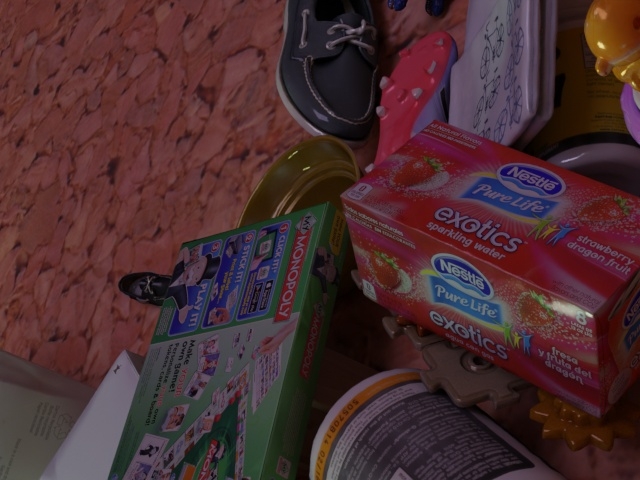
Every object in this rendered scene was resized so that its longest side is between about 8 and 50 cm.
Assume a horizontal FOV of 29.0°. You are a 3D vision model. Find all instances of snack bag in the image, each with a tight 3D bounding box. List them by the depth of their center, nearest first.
[{"bbox_3d":[0.169,-0.217,1.160,0.323,0.037,0.343,115,162,-75],"label":"snack bag"}]

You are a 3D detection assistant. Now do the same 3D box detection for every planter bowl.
[{"bbox_3d":[0.000,0.000,1.364,0.217,0.090,0.217,-32,45,39],"label":"planter bowl"}]

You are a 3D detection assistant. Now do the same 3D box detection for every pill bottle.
[{"bbox_3d":[0.118,0.229,0.999,0.162,0.162,0.278,-59,34,5],"label":"pill bottle"},{"bbox_3d":[0.240,-0.123,1.119,0.119,0.119,0.208,-30,46,37],"label":"pill bottle"}]

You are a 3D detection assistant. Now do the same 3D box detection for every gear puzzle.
[{"bbox_3d":[0.156,0.068,1.071,0.339,0.175,0.044,-124,24,-52],"label":"gear puzzle"}]

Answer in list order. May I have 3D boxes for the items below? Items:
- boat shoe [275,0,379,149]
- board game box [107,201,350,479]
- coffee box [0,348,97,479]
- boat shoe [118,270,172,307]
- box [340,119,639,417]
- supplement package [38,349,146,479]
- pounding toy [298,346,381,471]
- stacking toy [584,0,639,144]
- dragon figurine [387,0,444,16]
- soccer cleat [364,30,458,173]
[{"bbox_3d":[0.015,-0.237,1.471,0.319,0.116,0.099,-96,26,-45],"label":"boat shoe"},{"bbox_3d":[-0.091,0.123,1.221,0.213,0.046,0.317,-14,49,37],"label":"board game box"},{"bbox_3d":[-0.508,0.296,1.597,0.334,0.338,0.338,0,67,53],"label":"coffee box"},{"bbox_3d":[-0.228,0.062,1.659,0.125,0.038,0.046,3,70,53],"label":"boat shoe"},{"bbox_3d":[0.156,0.014,1.007,0.257,0.123,0.128,27,55,38],"label":"box"},{"bbox_3d":[-0.173,0.284,1.348,0.204,0.145,0.262,-56,35,8],"label":"supplement package"},{"bbox_3d":[-0.029,0.162,1.259,0.141,0.130,0.100,-36,42,33],"label":"pounding toy"},{"bbox_3d":[0.282,-0.093,0.883,0.166,0.302,0.175,28,91,55],"label":"stacking toy"},{"bbox_3d":[0.117,-0.391,1.482,0.144,0.085,0.289,-2,70,49],"label":"dragon figurine"},{"bbox_3d":[0.108,-0.110,1.315,0.083,0.095,0.248,-12,50,40],"label":"soccer cleat"}]
